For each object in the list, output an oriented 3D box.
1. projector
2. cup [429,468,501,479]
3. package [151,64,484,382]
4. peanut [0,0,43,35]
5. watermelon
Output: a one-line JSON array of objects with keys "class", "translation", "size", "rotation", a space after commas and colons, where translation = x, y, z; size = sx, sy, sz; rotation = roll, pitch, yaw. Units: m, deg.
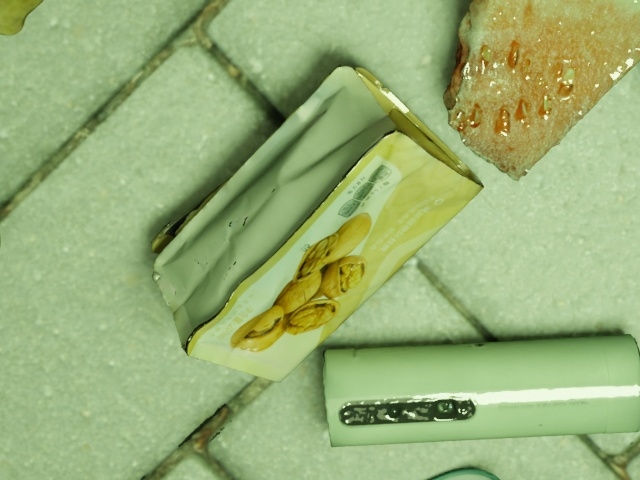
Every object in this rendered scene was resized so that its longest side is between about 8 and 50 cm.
[{"class": "projector", "translation": [0.171, 0.160, 1.457], "size": [0.337, 0.108, 0.108], "rotation": [-3, 104, 3]}, {"class": "cup", "translation": [0.164, 0.368, 1.489], "size": [0.299, 0.167, 0.173], "rotation": [-15, 115, 33]}, {"class": "package", "translation": [-0.019, -0.024, 1.415], "size": [0.311, 0.221, 0.165], "rotation": [-45, 59, 14]}, {"class": "peanut", "translation": [-0.305, -0.322, 1.354], "size": [0.110, 0.120, 0.236], "rotation": [29, 112, 38]}, {"class": "watermelon", "translation": [0.220, -0.190, 1.365], "size": [0.193, 0.140, 0.257], "rotation": [23, 114, -8]}]
